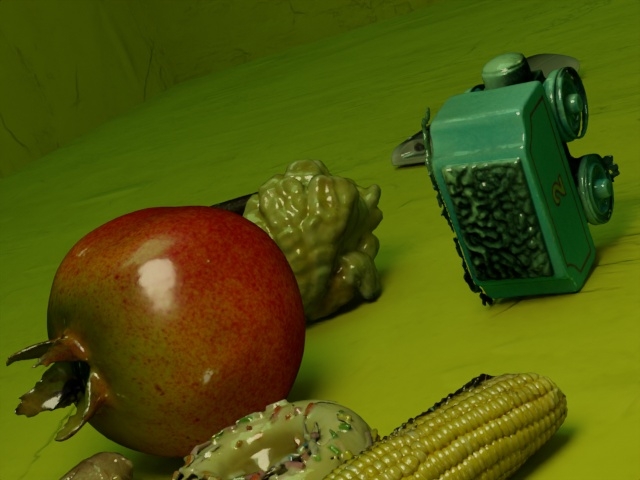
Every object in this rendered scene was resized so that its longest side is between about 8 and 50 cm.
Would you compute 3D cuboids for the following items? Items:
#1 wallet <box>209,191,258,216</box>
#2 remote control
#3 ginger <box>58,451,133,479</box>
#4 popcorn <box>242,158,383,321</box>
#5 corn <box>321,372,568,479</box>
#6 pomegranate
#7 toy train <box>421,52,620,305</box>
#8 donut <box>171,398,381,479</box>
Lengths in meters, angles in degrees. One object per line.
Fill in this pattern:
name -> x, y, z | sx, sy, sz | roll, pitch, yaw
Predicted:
wallet -> -0.109, -0.003, 1.653 | 0.243, 0.133, 0.039 | -17, 58, 22
remote control -> 0.230, -0.190, 1.915 | 0.313, 0.055, 0.109 | -32, 17, -33
ginger -> -0.213, 0.233, 1.008 | 0.089, 0.075, 0.288 | -12, 13, 20
popcorn -> -0.008, -0.004, 1.383 | 0.173, 0.173, 0.142 | -32, 28, -35
corn -> 0.074, 0.144, 0.880 | 0.203, 0.072, 0.072 | -29, 15, -27
pomegranate -> -0.134, 0.082, 1.142 | 0.257, 0.221, 0.221 | -24, 13, -30
toy train -> 0.175, -0.053, 1.194 | 0.112, 0.203, 0.163 | -10, 27, 32
donut -> -0.034, 0.168, 0.957 | 0.174, 0.068, 0.174 | -20, 14, 5
